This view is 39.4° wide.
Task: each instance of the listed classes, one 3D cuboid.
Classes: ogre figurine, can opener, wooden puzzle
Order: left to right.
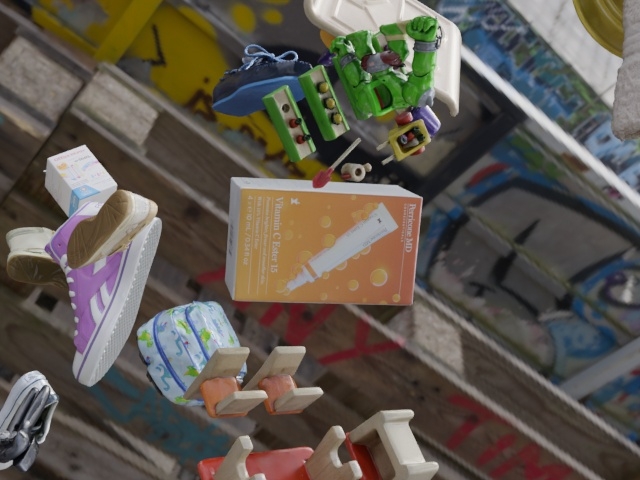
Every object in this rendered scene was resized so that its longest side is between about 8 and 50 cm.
[{"bbox_3d":[-0.530,0.328,1.595,0.186,0.059,0.073,-90,168,-55],"label":"can opener"},{"bbox_3d":[0.119,-0.395,1.692,0.348,0.080,0.322,32,36,-15],"label":"wooden puzzle"},{"bbox_3d":[0.090,-0.233,1.214,0.097,0.197,0.118,-27,109,-55],"label":"ogre figurine"}]

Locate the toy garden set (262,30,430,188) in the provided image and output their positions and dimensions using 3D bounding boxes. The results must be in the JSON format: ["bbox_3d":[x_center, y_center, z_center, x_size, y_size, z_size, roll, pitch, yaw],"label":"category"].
[{"bbox_3d":[0.058,-0.183,1.375,0.244,0.049,0.203,-34,114,-22],"label":"toy garden set"}]

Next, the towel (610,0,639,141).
[{"bbox_3d":[0.404,-0.201,0.853,0.049,0.282,0.187,17,77,-33],"label":"towel"}]

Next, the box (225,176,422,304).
[{"bbox_3d":[0.000,0.000,1.716,0.346,0.214,0.168,2,10,-12],"label":"box"}]

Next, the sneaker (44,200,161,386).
[{"bbox_3d":[-0.366,0.076,1.400,0.161,0.282,0.102,17,-8,5],"label":"sneaker"}]

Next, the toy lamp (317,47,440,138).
[{"bbox_3d":[0.121,-0.298,1.787,0.275,0.080,0.080,35,36,-10],"label":"toy lamp"}]

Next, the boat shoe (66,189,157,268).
[{"bbox_3d":[-0.268,-0.007,1.145,0.059,0.170,0.063,9,61,-42],"label":"boat shoe"}]

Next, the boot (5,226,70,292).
[{"bbox_3d":[-0.518,0.039,1.780,0.213,0.077,0.165,14,16,-26],"label":"boot"}]

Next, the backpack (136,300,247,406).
[{"bbox_3d":[-0.319,0.277,2.232,0.355,0.273,0.290,5,61,-65],"label":"backpack"}]

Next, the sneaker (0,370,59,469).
[{"bbox_3d":[-0.601,0.383,1.792,0.091,0.258,0.094,42,30,24],"label":"sneaker"}]

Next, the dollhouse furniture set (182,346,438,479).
[{"bbox_3d":[-0.011,0.260,0.965,0.259,0.135,0.262,4,48,-39],"label":"dollhouse furniture set"}]

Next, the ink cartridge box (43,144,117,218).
[{"bbox_3d":[-0.503,-0.121,1.853,0.092,0.090,0.143,-27,66,-36],"label":"ink cartridge box"}]

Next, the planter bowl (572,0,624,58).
[{"bbox_3d":[0.427,-0.331,1.097,0.217,0.217,0.090,52,-2,6],"label":"planter bowl"}]

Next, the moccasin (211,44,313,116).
[{"bbox_3d":[-0.136,-0.347,1.876,0.138,0.342,0.116,15,79,-38],"label":"moccasin"}]
